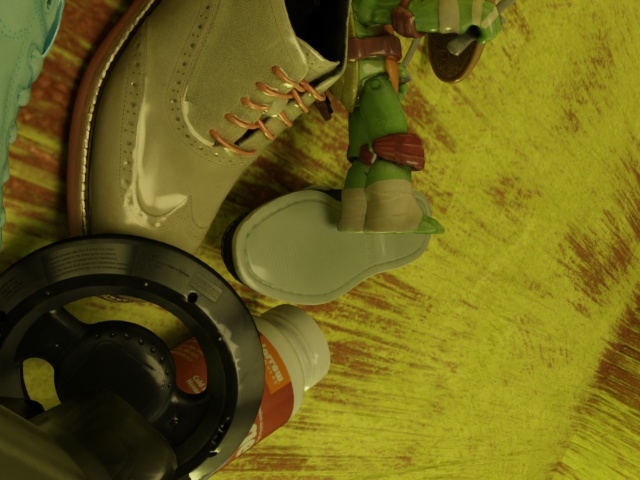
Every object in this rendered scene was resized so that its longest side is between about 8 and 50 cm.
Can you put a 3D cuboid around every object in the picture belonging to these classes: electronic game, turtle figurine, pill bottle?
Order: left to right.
[{"bbox_3d":[-0.157,0.104,0.613,0.229,0.048,0.229,-2,111,-5],"label":"electronic game"},{"bbox_3d":[-0.094,0.145,0.767,0.216,0.121,0.121,-28,133,-41],"label":"pill bottle"},{"bbox_3d":[0.097,-0.139,0.725,0.274,0.197,0.266,-2,93,-47],"label":"turtle figurine"}]

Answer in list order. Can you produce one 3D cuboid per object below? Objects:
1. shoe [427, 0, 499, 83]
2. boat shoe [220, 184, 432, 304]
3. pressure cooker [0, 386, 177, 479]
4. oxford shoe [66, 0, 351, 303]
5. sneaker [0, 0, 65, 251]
[{"bbox_3d":[0.175,-0.281,0.878,0.058,0.076,0.219,-10,118,-45],"label":"shoe"},{"bbox_3d":[0.000,0.000,0.821,0.302,0.091,0.114,-3,95,-50],"label":"boat shoe"},{"bbox_3d":[-0.266,0.225,0.379,0.420,0.369,0.376,61,19,-52],"label":"pressure cooker"},{"bbox_3d":[-0.071,-0.119,0.593,0.140,0.146,0.397,4,110,-57],"label":"oxford shoe"},{"bbox_3d":[-0.200,-0.102,0.447,0.150,0.135,0.366,-24,131,-39],"label":"sneaker"}]
